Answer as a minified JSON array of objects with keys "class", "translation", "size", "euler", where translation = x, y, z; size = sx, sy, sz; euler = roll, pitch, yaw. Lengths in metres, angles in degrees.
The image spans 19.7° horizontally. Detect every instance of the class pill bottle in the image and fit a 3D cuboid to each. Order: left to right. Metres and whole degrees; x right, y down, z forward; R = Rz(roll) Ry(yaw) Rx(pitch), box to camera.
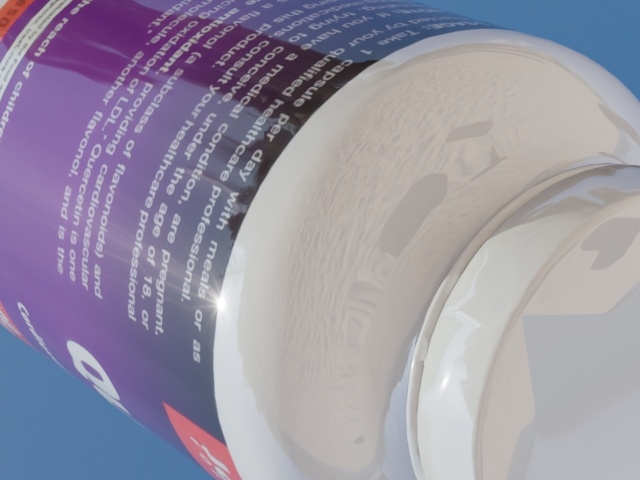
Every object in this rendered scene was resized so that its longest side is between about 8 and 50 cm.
[{"class":"pill bottle","translation":[0.000,0.000,0.649],"size":[0.181,0.323,0.181],"euler":[-13,-66,-32]}]
